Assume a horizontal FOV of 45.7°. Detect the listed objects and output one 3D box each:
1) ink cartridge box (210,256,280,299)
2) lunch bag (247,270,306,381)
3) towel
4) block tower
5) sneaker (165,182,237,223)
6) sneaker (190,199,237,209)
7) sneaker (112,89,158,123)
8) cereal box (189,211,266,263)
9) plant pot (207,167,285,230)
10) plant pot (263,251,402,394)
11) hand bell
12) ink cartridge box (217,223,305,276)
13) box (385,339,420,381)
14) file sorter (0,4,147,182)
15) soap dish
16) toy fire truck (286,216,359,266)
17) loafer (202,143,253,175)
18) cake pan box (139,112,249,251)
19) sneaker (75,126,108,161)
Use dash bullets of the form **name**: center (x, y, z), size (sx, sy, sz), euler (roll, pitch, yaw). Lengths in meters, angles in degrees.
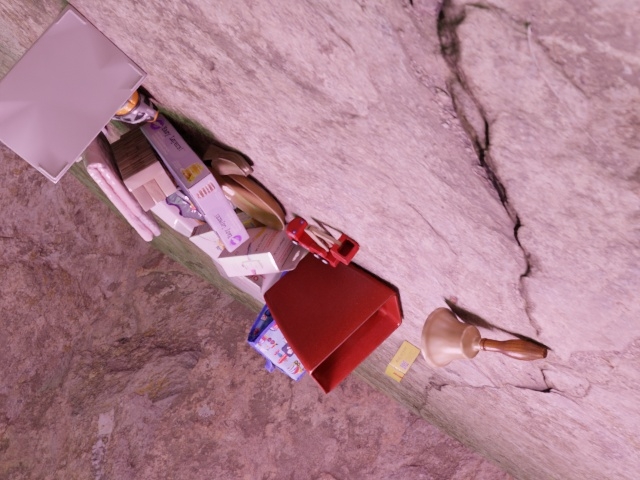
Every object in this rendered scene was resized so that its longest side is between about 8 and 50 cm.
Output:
- **ink cartridge box**: center (-0.225, 0.084, 2.394), size (0.207, 0.119, 0.353), euler (35, 168, 7)
- **lunch bag**: center (-0.074, 0.249, 2.195), size (0.138, 0.293, 0.221), euler (21, 161, 50)
- **towel**: center (-0.527, -0.192, 1.886), size (0.332, 0.053, 0.317), euler (56, 175, 38)
- **block tower**: center (-0.422, -0.176, 1.799), size (0.097, 0.090, 0.335), euler (60, 174, -28)
- **sneaker**: center (-0.317, -0.081, 2.036), size (0.098, 0.083, 0.223), euler (-27, 129, 34)
- **sneaker**: center (-0.309, -0.126, 1.923), size (0.208, 0.094, 0.081), euler (40, 168, -10)
- **sneaker**: center (-0.426, -0.293, 1.674), size (0.083, 0.084, 0.215), euler (26, 180, -33)
- **cereal box**: center (-0.206, 0.005, 2.005), size (0.240, 0.047, 0.173), euler (-15, 135, 38)
- **plant pot**: center (-0.171, -0.108, 1.770), size (0.236, 0.032, 0.236), euler (35, 167, 9)
- **plant pot**: center (0.017, 0.175, 1.838), size (0.236, 0.267, 0.267), euler (45, 171, 21)
- **hand bell**: center (0.328, 0.205, 1.474), size (0.242, 0.126, 0.126), euler (4, 147, 47)
- **ink cartridge box**: center (-0.137, 0.022, 1.846), size (0.198, 0.115, 0.067), euler (-6, 126, 30)
- **box**: center (0.240, 0.361, 2.246), size (0.058, 0.087, 0.232), euler (34, 166, 10)
- **file sorter**: center (-0.523, -0.288, 1.507), size (0.193, 0.278, 0.173), euler (42, 170, -25)
- **soap dish**: center (-0.414, -0.122, 2.160), size (0.228, 0.118, 0.291), euler (22, 161, 46)
- **toy fire truck**: center (0.000, 0.000, 1.669), size (0.192, 0.047, 0.135), euler (32, 166, 20)
- **loafer**: center (-0.197, -0.160, 1.602), size (0.148, 0.050, 0.056), euler (25, 165, 45)
- **cake pan box**: center (-0.280, -0.125, 1.717), size (0.246, 0.070, 0.267), euler (51, 172, 36)
- **sneaker**: center (-0.688, -0.313, 2.118), size (0.114, 0.152, 0.305), euler (35, 166, 13)
